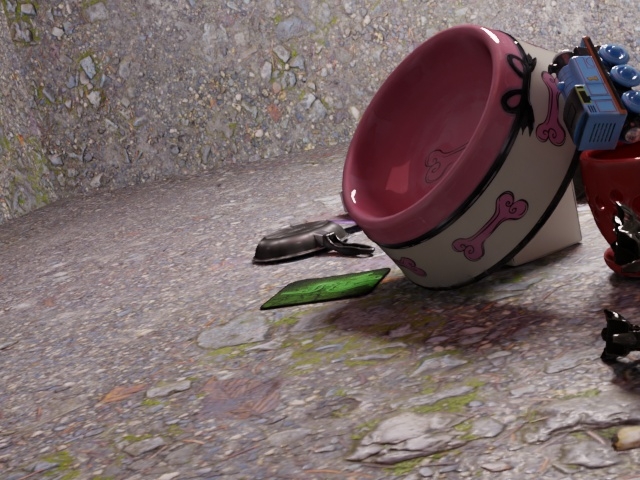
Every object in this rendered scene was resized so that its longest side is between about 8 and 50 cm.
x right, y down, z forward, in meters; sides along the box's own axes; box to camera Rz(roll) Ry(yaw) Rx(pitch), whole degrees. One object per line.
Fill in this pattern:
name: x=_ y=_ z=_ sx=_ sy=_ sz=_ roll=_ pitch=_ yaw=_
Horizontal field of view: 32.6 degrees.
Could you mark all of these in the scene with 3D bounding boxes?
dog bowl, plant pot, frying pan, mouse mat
dog bowl: x=0.193 y=-0.139 z=1.624 sx=0.150 sy=0.407 sz=0.408 roll=30 pitch=-11 yaw=-27
plant pot: x=0.451 y=-0.049 z=1.444 sx=0.191 sy=0.174 sz=0.191 roll=-13 pitch=10 yaw=2
frying pan: x=-0.029 y=0.008 z=2.092 sx=0.197 sy=0.053 sz=0.326 roll=-16 pitch=8 yaw=-9
mouse mat: x=0.010 y=0.077 z=1.782 sx=0.190 sy=0.007 sz=0.152 roll=-8 pitch=12 yaw=21

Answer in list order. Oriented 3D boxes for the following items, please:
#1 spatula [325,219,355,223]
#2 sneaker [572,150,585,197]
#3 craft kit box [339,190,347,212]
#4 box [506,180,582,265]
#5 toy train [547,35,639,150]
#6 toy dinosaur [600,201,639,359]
spatula: x=0.151 y=-0.063 z=2.265 sx=0.297 sy=0.030 sz=0.084 roll=-16 pitch=8 yaw=-16
sneaker: x=0.527 y=-0.175 z=2.015 sx=0.227 sy=0.087 sz=0.130 roll=-43 pitch=6 yaw=34
craft kit box: x=0.193 y=-0.121 z=2.349 sx=0.250 sy=0.060 sz=0.247 roll=-15 pitch=4 yaw=-14
box: x=0.280 y=-0.044 z=1.754 sx=0.149 sy=0.126 sz=0.232 roll=-18 pitch=12 yaw=-27
toy train: x=0.369 y=-0.197 z=1.455 sx=0.105 sy=0.080 sz=0.184 roll=-2 pitch=48 yaw=-10
toy dinosaur: x=0.406 y=0.049 z=1.110 sx=0.219 sy=0.164 sz=0.322 roll=5 pitch=-8 yaw=9
